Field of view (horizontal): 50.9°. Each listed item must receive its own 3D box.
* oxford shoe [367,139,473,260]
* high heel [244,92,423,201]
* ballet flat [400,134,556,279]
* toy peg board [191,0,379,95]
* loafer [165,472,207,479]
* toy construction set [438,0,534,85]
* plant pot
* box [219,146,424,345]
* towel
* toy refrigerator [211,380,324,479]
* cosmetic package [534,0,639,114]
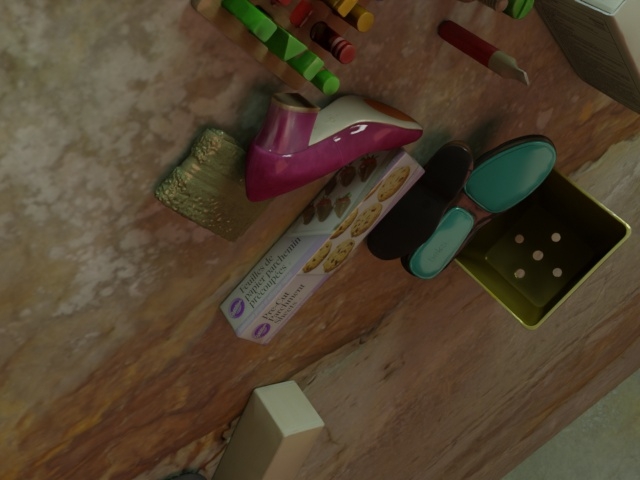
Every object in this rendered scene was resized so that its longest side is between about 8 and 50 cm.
[{"bbox_3d":[0.146,-0.055,0.964,0.212,0.076,0.076,-50,-177,27],"label":"oxford shoe"},{"bbox_3d":[0.021,-0.100,0.773,0.244,0.082,0.117,-10,131,-47],"label":"high heel"},{"bbox_3d":[0.219,-0.062,0.999,0.095,0.096,0.280,41,107,-19],"label":"ballet flat"},{"bbox_3d":[-0.005,-0.228,0.636,0.161,0.079,0.161,-49,144,10],"label":"toy peg board"},{"bbox_3d":[-0.321,0.487,1.034,0.365,0.130,0.134,-20,138,-27],"label":"loafer"},{"bbox_3d":[0.211,-0.285,0.639,0.257,0.237,0.309,-29,142,-16],"label":"toy construction set"},{"bbox_3d":[0.352,0.011,1.112,0.212,0.212,0.187,-47,156,7],"label":"plant pot"},{"bbox_3d":[0.000,0.000,0.885,0.324,0.063,0.067,-47,142,8],"label":"box"},{"bbox_3d":[-0.108,-0.059,0.759,0.110,0.027,0.148,-48,144,10],"label":"towel"},{"bbox_3d":[-0.096,0.374,1.148,0.094,0.102,0.270,-3,129,-40],"label":"toy refrigerator"},{"bbox_3d":[0.387,-0.284,0.868,0.113,0.160,0.309,-51,144,11],"label":"cosmetic package"}]
